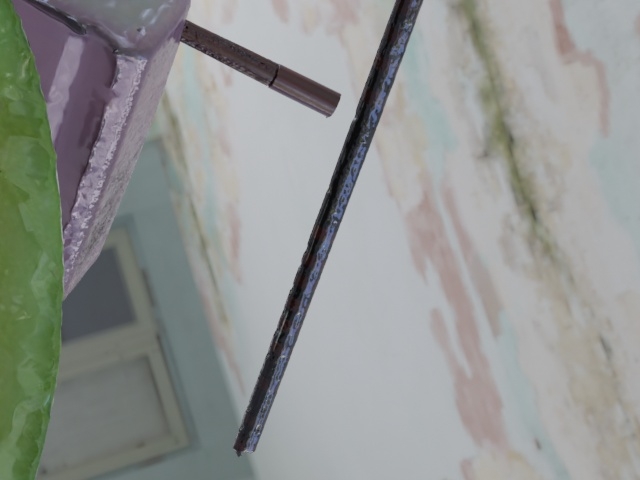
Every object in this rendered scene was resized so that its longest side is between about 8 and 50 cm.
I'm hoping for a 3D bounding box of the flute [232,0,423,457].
[{"bbox_3d":[0.000,0.000,0.643,0.014,0.014,0.269,56,-47,50],"label":"flute"}]

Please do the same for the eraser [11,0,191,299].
[{"bbox_3d":[-0.287,-0.132,1.149,0.272,0.122,0.359,30,-43,0],"label":"eraser"}]

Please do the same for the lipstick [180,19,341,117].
[{"bbox_3d":[-0.063,-0.159,1.174,0.027,0.176,0.027,-54,-159,31],"label":"lipstick"}]

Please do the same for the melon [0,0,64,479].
[{"bbox_3d":[-0.175,0.000,0.529,0.196,0.124,0.323,26,-75,45],"label":"melon"}]
